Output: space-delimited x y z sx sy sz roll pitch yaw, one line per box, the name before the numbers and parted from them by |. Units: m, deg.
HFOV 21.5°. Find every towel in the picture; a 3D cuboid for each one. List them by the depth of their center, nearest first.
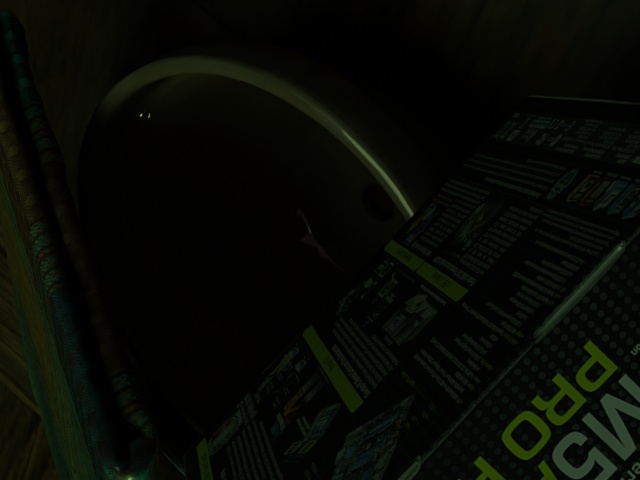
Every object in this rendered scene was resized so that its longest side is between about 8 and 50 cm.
towel | -0.124 0.089 0.906 0.370 0.040 0.271 95 155 -57

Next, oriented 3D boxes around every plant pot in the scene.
plant pot | 0.000 0.000 0.835 0.237 0.110 0.237 23 130 30

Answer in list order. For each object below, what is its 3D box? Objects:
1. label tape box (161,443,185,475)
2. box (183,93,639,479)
label tape box | 0.091 0.211 0.799 0.333 0.106 0.240 48 174 21
box | 0.049 0.047 0.583 0.060 0.216 0.270 43 180 -9
